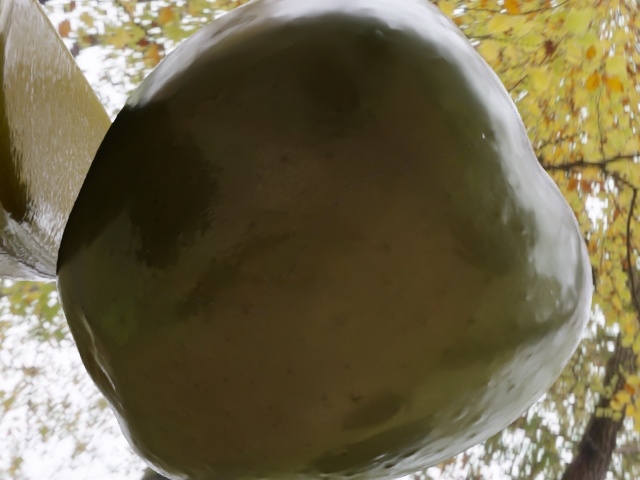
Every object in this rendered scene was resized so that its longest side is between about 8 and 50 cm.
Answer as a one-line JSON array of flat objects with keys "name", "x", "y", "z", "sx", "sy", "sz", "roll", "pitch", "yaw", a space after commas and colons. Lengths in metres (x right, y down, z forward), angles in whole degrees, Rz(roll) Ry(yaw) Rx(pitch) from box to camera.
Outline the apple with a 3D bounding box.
[{"name": "apple", "x": 0.000, "y": 0.000, "z": 0.796, "sx": 0.357, "sy": 0.357, "sz": 0.357, "roll": 3, "pitch": -76, "yaw": 14}]

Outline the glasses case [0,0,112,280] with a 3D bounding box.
[{"name": "glasses case", "x": -0.254, "y": -0.065, "z": 0.857, "sx": 0.141, "sy": 0.371, "sz": 0.173, "roll": 3, "pitch": -103, "yaw": 3}]
